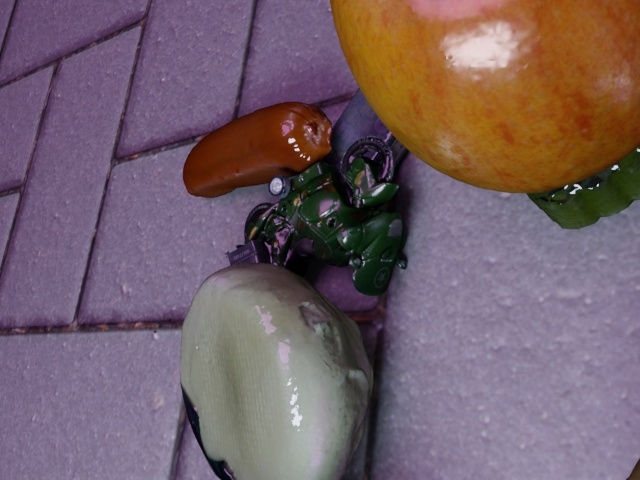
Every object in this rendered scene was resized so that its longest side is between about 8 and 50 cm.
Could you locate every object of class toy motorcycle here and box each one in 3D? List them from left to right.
[{"bbox_3d":[0.000,0.000,0.879,0.275,0.125,0.187,-28,69,36],"label":"toy motorcycle"}]

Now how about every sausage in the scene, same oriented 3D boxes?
[{"bbox_3d":[-0.109,-0.128,1.015,0.348,0.094,0.097,-7,66,50],"label":"sausage"}]

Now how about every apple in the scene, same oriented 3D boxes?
[{"bbox_3d":[0.153,-0.198,0.588,0.299,0.275,0.298,-14,64,32],"label":"apple"}]

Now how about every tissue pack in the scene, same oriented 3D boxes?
[{"bbox_3d":[0.072,-0.151,0.934,0.156,0.051,0.112,-55,45,7],"label":"tissue pack"}]

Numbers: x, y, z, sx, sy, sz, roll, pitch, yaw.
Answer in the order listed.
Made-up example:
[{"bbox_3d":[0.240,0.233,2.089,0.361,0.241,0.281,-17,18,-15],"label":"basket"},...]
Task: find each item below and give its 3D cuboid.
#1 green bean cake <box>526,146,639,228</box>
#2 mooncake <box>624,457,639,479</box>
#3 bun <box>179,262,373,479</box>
[{"bbox_3d":[0.278,-0.135,0.714,0.200,0.113,0.214,-35,53,27],"label":"green bean cake"},{"bbox_3d":[0.380,0.253,0.368,0.467,0.262,0.466,-15,63,32],"label":"mooncake"},{"bbox_3d":[-0.040,0.159,0.817,0.283,0.179,0.283,8,100,50],"label":"bun"}]
